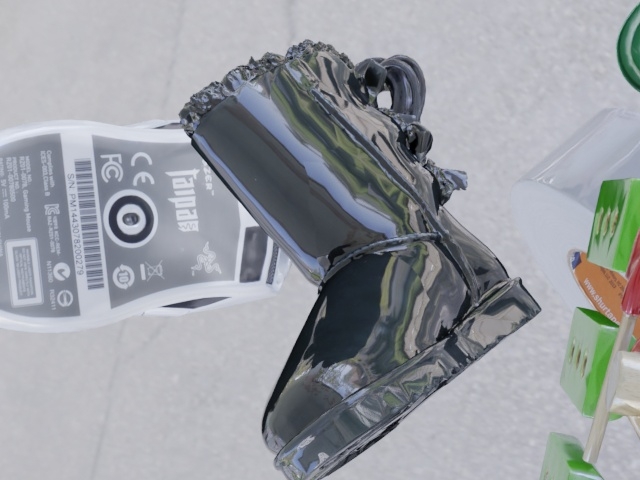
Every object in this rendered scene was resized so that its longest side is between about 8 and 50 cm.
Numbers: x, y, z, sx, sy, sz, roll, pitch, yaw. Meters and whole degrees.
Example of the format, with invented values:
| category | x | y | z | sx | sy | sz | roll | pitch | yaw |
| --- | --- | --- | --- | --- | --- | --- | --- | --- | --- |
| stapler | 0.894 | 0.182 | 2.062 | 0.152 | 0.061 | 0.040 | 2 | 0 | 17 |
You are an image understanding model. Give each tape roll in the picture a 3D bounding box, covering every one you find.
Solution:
| category | x | y | z | sx | sy | sz | roll | pitch | yaw |
| --- | --- | --- | --- | --- | --- | --- | --- | --- | --- |
| tape roll | 0.212 | 0.027 | 0.830 | 0.072 | 0.219 | 0.219 | -39 | 44 | -8 |

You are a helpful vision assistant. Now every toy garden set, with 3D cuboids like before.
| category | x | y | z | sx | sy | sz | roll | pitch | yaw |
| --- | --- | --- | --- | --- | --- | --- | --- | --- | --- |
| toy garden set | 0.139 | 0.096 | 0.633 | 0.049 | 0.204 | 0.244 | 11 | 93 | 4 |

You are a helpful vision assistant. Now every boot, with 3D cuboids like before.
| category | x | y | z | sx | sy | sz | roll | pitch | yaw |
| --- | --- | --- | --- | --- | --- | --- | --- | --- | --- |
| boot | 0.000 | 0.000 | 0.358 | 0.099 | 0.121 | 0.045 | 52 | 125 | 7 |

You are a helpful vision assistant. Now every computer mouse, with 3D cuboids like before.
| category | x | y | z | sx | sy | sz | roll | pitch | yaw |
| --- | --- | --- | --- | --- | --- | --- | --- | --- | --- |
| computer mouse | -0.044 | -0.011 | 0.486 | 0.042 | 0.193 | 0.106 | -5 | 89 | 60 |

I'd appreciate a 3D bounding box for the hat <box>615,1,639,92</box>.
| category | x | y | z | sx | sy | sz | roll | pitch | yaw |
| --- | --- | --- | --- | --- | --- | --- | --- | --- | --- |
| hat | 0.410 | -0.159 | 1.412 | 0.208 | 0.173 | 0.184 | -42 | 31 | 35 |
